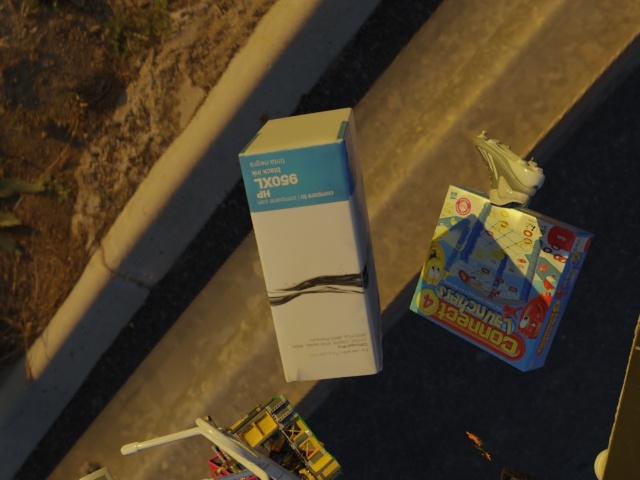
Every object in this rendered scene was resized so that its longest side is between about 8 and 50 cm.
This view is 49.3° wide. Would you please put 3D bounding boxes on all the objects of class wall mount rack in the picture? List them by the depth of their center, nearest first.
[{"bbox_3d":[-0.153,0.402,1.174,0.130,0.304,0.350,-56,135,-17],"label":"wall mount rack"}]

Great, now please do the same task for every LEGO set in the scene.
[{"bbox_3d":[-0.123,0.468,1.463,0.192,0.331,0.254,-37,96,-24],"label":"LEGO set"}]

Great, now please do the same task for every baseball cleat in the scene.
[{"bbox_3d":[0.323,-0.125,1.275,0.072,0.206,0.109,16,111,-24],"label":"baseball cleat"}]

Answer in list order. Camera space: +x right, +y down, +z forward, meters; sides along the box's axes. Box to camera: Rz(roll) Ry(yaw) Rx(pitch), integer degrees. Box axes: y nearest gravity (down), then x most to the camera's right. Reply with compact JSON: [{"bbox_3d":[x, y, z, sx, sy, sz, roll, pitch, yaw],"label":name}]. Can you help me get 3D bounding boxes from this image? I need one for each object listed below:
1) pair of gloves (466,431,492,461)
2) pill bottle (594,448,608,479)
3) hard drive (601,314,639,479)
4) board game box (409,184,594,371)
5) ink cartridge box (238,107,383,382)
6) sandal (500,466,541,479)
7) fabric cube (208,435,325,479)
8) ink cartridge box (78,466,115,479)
[{"bbox_3d":[0.439,0.565,1.919,0.010,0.074,0.083,-34,106,-13],"label":"pair of gloves"},{"bbox_3d":[0.358,0.268,0.793,0.065,0.116,0.065,0,80,-2],"label":"pill bottle"},{"bbox_3d":[0.318,0.218,0.571,0.237,0.064,0.338,8,96,-33],"label":"hard drive"},{"bbox_3d":[0.373,0.071,1.486,0.086,0.308,0.301,0,111,-48],"label":"board game box"},{"bbox_3d":[0.000,0.000,1.192,0.166,0.285,0.394,-7,109,8],"label":"ink cartridge box"},{"bbox_3d":[0.478,0.579,1.415,0.168,0.446,0.107,25,89,-9],"label":"sandal"},{"bbox_3d":[-0.124,0.702,1.922,0.254,0.259,0.258,-17,96,-29],"label":"fabric cube"},{"bbox_3d":[-0.569,0.839,1.867,0.091,0.308,0.385,-16,144,-43],"label":"ink cartridge box"}]
